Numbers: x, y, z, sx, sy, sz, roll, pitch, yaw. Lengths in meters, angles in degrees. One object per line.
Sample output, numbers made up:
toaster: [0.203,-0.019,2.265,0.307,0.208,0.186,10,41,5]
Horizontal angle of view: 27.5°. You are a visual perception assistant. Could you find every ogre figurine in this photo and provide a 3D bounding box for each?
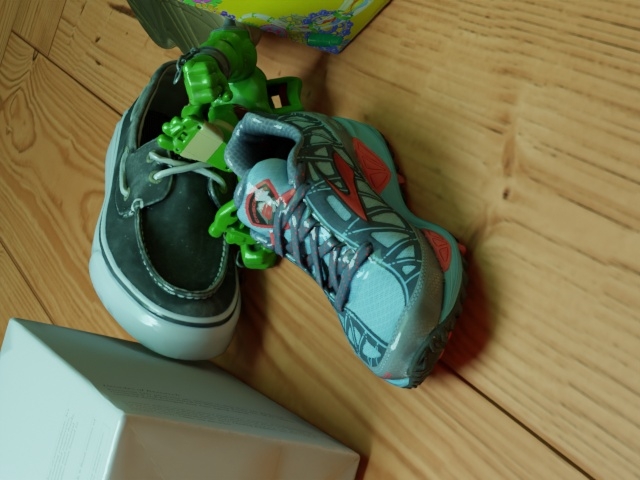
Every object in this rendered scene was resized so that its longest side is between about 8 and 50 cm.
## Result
ogre figurine: [-0.062,-0.081,1.004,0.097,0.197,0.118,-19,38,27]

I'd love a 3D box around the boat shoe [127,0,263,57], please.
boat shoe: [-0.098,-0.218,1.151,0.098,0.109,0.302,-32,19,-10]

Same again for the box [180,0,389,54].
box: [0.010,-0.346,0.951,0.290,0.177,0.279,-39,44,48]

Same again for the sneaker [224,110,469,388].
sneaker: [0.000,0.000,0.850,0.104,0.125,0.262,-62,30,22]

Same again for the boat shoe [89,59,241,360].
boat shoe: [-0.129,-0.042,1.101,0.335,0.121,0.119,-110,35,-50]

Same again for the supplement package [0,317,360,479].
supplement package: [-0.130,0.181,0.942,0.293,0.175,0.177,19,95,62]
